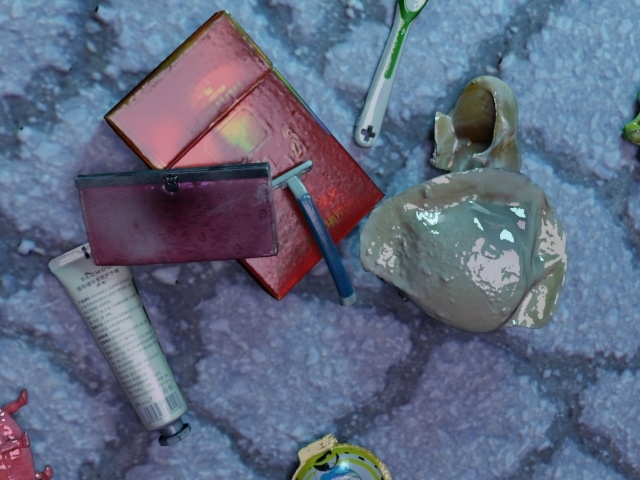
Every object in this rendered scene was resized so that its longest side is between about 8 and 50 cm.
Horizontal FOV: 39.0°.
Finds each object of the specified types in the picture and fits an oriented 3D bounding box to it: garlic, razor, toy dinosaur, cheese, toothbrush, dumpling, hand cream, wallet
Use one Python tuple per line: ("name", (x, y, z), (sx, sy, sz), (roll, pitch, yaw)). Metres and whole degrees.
("garlic", (0.226, -0.139, 1.237), (0.124, 0.099, 0.175), (3, 95, -32))
("razor", (0.001, 0.000, 1.119), (0.068, 0.037, 0.191), (-29, 105, -14))
("toy dinosaur", (-0.402, 0.304, 1.109), (0.138, 0.070, 0.286), (-16, 104, -5))
("cheese", (0.042, 0.387, 1.248), (0.156, 0.064, 0.250), (-25, 100, -12))
("toothbrush", (0.125, -0.323, 1.211), (0.042, 0.040, 0.418), (18, 90, -20))
("dumpling", (0.203, 0.011, 1.186), (0.243, 0.175, 0.227), (6, 116, -42))
("hand cream", (-0.241, 0.130, 1.141), (0.095, 0.059, 0.276), (-26, 98, -14))
("wallet", (-0.169, -0.028, 1.080), (0.232, 0.025, 0.119), (-4, 115, 6))

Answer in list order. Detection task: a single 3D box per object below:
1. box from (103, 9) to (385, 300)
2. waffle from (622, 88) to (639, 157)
("box", (-0.094, -0.105, 1.142), (0.197, 0.089, 0.313), (-44, 106, -7))
("waffle", (0.620, -0.182, 1.364), (0.317, 0.073, 0.297), (40, 84, -17))
